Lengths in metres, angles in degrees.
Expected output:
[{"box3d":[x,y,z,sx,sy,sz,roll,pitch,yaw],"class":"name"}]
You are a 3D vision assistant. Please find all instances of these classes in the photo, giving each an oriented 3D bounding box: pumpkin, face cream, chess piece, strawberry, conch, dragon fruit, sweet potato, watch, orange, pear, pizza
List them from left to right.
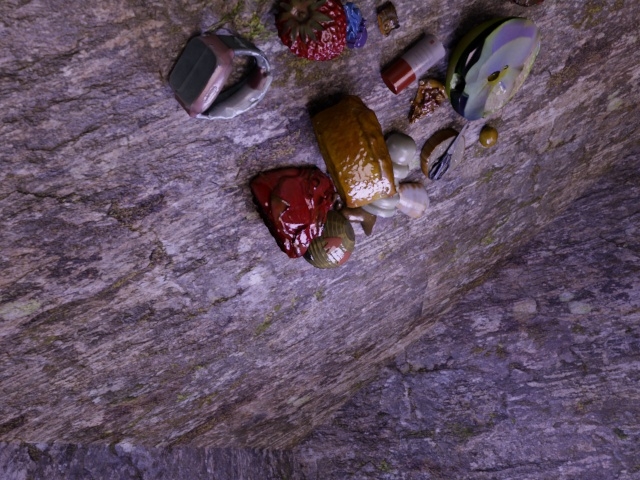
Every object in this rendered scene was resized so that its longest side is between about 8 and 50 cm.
[{"box3d":[-0.267,-0.457,1.400,0.253,0.162,0.241,-49,154,20],"class":"watch"},{"box3d":[-0.061,-0.138,1.821,0.329,0.228,0.286,-27,140,-10],"class":"dragon fruit"},{"box3d":[-0.008,-0.603,1.417,0.205,0.205,0.244,-48,165,14],"class":"strawberry"},{"box3d":[0.177,-0.108,2.153,0.124,0.098,0.310,-28,150,25],"class":"sweet potato"},{"box3d":[0.216,-0.715,1.590,0.073,0.035,0.101,-44,141,-10],"class":"pumpkin"},{"box3d":[0.281,-0.276,2.004,0.182,0.182,0.330,-2,126,-37],"class":"chess piece"},{"box3d":[0.414,-0.176,2.243,0.255,0.127,0.158,1,130,-39],"class":"conch"},{"box3d":[0.323,-0.617,1.726,0.214,0.096,0.096,-39,143,3],"class":"face cream"},{"box3d":[0.409,-0.529,1.910,0.154,0.069,0.194,8,123,-45],"class":"pizza"},{"box3d":[0.612,-0.664,1.850,0.398,0.165,0.399,-22,141,-19],"class":"pear"},{"box3d":[0.768,-0.475,2.246,0.085,0.085,0.095,-21,135,-21],"class":"orange"}]

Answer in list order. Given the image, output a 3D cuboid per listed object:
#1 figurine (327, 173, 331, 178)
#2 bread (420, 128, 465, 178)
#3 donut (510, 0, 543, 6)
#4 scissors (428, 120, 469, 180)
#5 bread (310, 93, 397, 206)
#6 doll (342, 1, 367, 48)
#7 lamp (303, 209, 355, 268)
[{"box3d":[0.084,-0.267,1.937,0.086,0.082,0.094,-55,168,-2],"class":"figurine"},{"box3d":[0.537,-0.380,2.174,0.236,0.070,0.236,-21,139,-19],"class":"bread"},{"box3d":[0.750,-0.954,1.708,0.269,0.103,0.270,-24,143,-20],"class":"donut"},{"box3d":[0.559,-0.387,2.112,0.109,0.022,0.300,-1,128,-40],"class":"scissors"},{"box3d":[0.123,-0.293,1.707,0.215,0.398,0.398,-22,142,-1],"class":"bread"},{"box3d":[0.102,-0.660,1.510,0.110,0.067,0.206,-67,155,-5],"class":"doll"},{"box3d":[0.000,0.000,2.024,0.284,0.250,0.250,-16,151,26],"class":"lamp"}]
